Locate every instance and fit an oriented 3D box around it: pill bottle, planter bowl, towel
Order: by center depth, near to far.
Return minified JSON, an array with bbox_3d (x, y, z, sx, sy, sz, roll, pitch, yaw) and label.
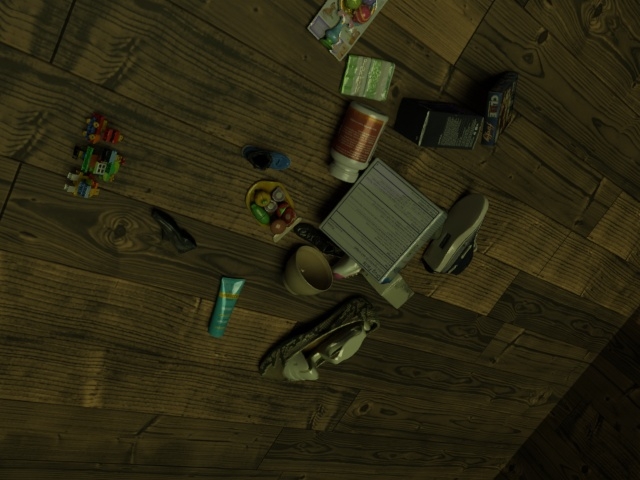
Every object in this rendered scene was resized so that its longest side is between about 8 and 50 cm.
[{"bbox_3d":[0.133,-0.467,1.485,0.152,0.023,0.113,2,116,-24],"label":"towel"},{"bbox_3d":[0.103,-0.286,1.516,0.121,0.121,0.216,11,114,-31],"label":"pill bottle"},{"bbox_3d":[-0.055,0.112,1.683,0.162,0.162,0.109,28,132,-36],"label":"planter bowl"}]

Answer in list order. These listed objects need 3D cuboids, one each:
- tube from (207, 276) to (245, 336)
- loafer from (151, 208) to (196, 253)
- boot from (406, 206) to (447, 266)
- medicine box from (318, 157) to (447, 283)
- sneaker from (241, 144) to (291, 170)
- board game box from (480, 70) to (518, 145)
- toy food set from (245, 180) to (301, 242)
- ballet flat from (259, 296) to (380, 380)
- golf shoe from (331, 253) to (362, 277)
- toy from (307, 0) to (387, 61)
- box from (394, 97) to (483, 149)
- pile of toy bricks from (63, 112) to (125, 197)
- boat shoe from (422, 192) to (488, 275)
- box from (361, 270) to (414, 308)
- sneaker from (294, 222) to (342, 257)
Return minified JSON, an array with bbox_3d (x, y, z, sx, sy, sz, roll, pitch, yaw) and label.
[{"bbox_3d":[-0.311,0.213,1.679,0.080,0.052,0.207,8,110,-40],"label":"tube"},{"bbox_3d":[-0.425,-0.019,1.467,0.061,0.062,0.170,-35,127,4],"label":"loafer"},{"bbox_3d":[0.364,-0.004,1.849,0.161,0.083,0.246,-1,122,-32],"label":"boot"},{"bbox_3d":[0.193,-0.056,1.596,0.289,0.263,0.149,-50,163,11],"label":"medicine box"},{"bbox_3d":[-0.143,-0.223,1.459,0.152,0.084,0.058,15,112,-33],"label":"sneaker"},{"bbox_3d":[0.561,-0.416,1.616,0.243,0.042,0.165,-46,143,-47],"label":"board game box"},{"bbox_3d":[-0.133,-0.082,1.561,0.128,0.071,0.218,-35,129,-2],"label":"toy food set"},{"bbox_3d":[0.003,0.386,1.850,0.483,0.182,0.164,-33,129,-3],"label":"ballet flat"},{"bbox_3d":[0.150,0.005,1.745,0.306,0.115,0.140,-36,112,-3],"label":"golf shoe"},{"bbox_3d":[0.091,-0.602,1.354,0.137,0.056,0.237,34,102,-38],"label":"toy"},{"bbox_3d":[0.357,-0.355,1.575,0.207,0.153,0.108,-1,120,-26],"label":"box"},{"bbox_3d":[-0.537,-0.196,1.287,0.105,0.118,0.212,1,115,-63],"label":"pile of toy bricks"},{"bbox_3d":[0.524,-0.016,1.902,0.158,0.127,0.340,13,121,-39],"label":"boat shoe"},{"bbox_3d":[0.239,0.149,1.792,0.094,0.113,0.275,-42,157,3],"label":"box"},{"bbox_3d":[-0.002,0.002,1.666,0.170,0.089,0.051,24,107,-35],"label":"sneaker"}]
